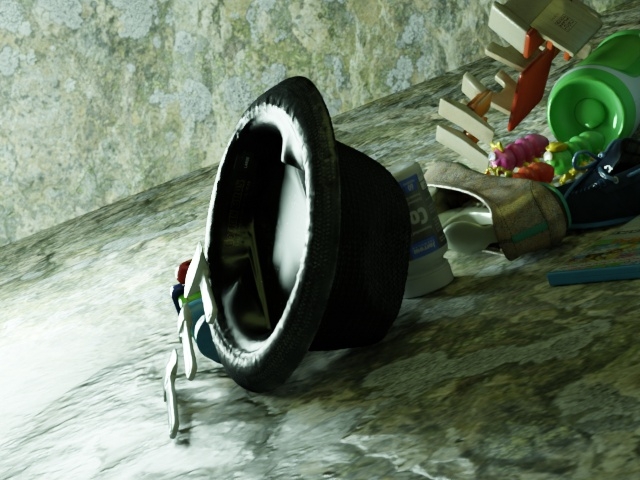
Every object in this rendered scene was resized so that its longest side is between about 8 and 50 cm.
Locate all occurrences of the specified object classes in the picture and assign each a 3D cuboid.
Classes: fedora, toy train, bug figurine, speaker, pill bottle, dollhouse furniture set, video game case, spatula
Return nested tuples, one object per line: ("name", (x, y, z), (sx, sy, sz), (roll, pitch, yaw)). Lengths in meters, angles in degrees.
("fedora", (0.000, 0.000, 1.755), (0.153, 0.334, 0.334), (10, -3, -25))
("toy train", (-0.038, 0.055, 1.911), (0.248, 0.105, 0.143), (-21, 21, -4))
("bug figurine", (0.242, -0.085, 2.162), (0.216, 0.072, 0.279), (-25, 11, -26))
("speaker", (0.403, -0.207, 2.346), (0.131, 0.131, 0.296), (-14, 12, 28))
("pill bottle", (0.094, -0.011, 1.873), (0.078, 0.137, 0.078), (-20, 9, 3))
("dollhouse furniture set", (0.300, -0.244, 2.388), (0.262, 0.135, 0.259), (-47, -18, -21))
("video game case", (0.321, 0.004, 1.710), (0.166, 0.015, 0.119), (-28, 14, -39))
("spatula", (-0.138, 0.099, 1.742), (0.019, 0.168, 0.242), (18, 10, -10))

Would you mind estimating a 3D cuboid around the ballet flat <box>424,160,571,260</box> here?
("ballet flat", (0.163, -0.029, 1.948), (0.106, 0.107, 0.316), (-31, 12, -18))

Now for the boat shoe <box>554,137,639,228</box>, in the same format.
("boat shoe", (0.346, -0.075, 1.864), (0.258, 0.089, 0.109), (-13, 12, 34))
